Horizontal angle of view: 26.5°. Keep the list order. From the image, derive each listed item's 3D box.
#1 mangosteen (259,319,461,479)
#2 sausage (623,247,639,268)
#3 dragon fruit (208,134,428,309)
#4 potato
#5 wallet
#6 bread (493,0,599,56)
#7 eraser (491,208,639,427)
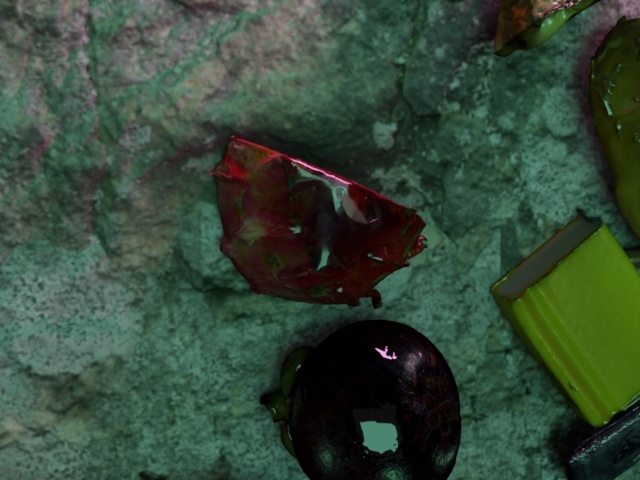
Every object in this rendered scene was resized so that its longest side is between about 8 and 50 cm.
[{"bbox_3d":[0.049,0.203,1.524,0.216,0.216,0.216,-3,102,-16],"label":"mangosteen"},{"bbox_3d":[0.427,0.015,1.681,0.116,0.026,0.026,-9,104,-16],"label":"sausage"},{"bbox_3d":[0.001,0.007,1.496,0.274,0.126,0.161,24,93,-19],"label":"dragon fruit"},{"bbox_3d":[0.408,-0.121,1.585,0.173,0.140,0.300,-26,112,-5],"label":"potato"},{"bbox_3d":[0.375,0.246,1.686,0.166,0.030,0.111,-33,143,-8],"label":"wallet"},{"bbox_3d":[0.278,-0.315,1.491,0.251,0.174,0.133,-32,93,-10],"label":"bread"},{"bbox_3d":[0.327,0.099,1.645,0.158,0.069,0.226,-41,109,-7],"label":"eraser"}]
